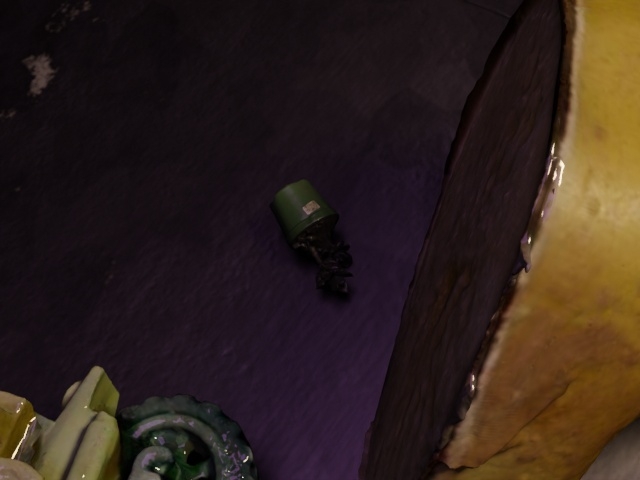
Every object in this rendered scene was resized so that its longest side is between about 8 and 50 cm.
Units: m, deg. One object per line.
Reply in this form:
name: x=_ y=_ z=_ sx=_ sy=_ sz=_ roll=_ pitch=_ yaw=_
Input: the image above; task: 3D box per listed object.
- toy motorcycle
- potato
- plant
toy motorcycle: x=-0.213 y=0.264 z=0.571 sx=0.237 sy=0.169 sz=0.410 roll=22 pitch=61 yaw=16
potato: x=0.222 y=0.028 z=0.570 sx=0.296 sy=0.290 sz=0.397 roll=16 pitch=80 yaw=-2
plant: x=0.000 y=0.000 z=0.744 sx=0.051 sy=0.051 sz=0.102 roll=-30 pitch=72 yaw=-6
